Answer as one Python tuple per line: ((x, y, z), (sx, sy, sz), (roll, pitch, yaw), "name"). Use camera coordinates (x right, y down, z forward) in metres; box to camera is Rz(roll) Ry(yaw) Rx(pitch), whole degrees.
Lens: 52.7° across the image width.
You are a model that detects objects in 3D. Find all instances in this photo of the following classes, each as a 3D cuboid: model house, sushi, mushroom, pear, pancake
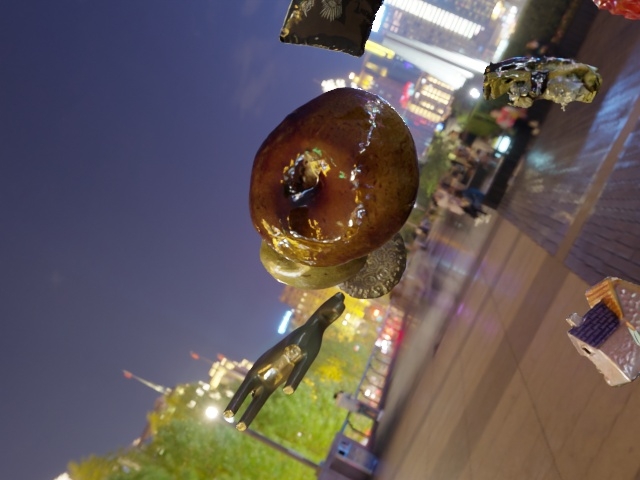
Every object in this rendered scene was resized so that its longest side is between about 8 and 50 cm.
((0.815, 0.242, 1.794), (0.237, 0.237, 0.202), (-42, -13, -4), "model house")
((0.564, -0.395, 1.662), (0.139, 0.291, 0.131), (66, -153, -66), "sushi")
((0.037, -0.097, 0.997), (0.255, 0.267, 0.267), (-20, -38, -41), "mushroom")
((0.000, 0.000, 1.299), (0.229, 0.188, 0.211), (-29, -17, 36), "pear")
((0.103, 0.039, 1.483), (0.021, 0.199, 0.199), (-51, -15, -81), "pancake")

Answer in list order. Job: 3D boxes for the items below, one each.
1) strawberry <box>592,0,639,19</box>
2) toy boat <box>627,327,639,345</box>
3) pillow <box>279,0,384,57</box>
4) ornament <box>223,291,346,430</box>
((0.442, -0.422, 0.819), (0.343, 0.292, 0.292), (-50, -16, -73), "strawberry")
((0.714, 0.211, 1.264), (0.067, 0.220, 0.291), (-44, 7, -3), "toy boat")
((0.036, -0.326, 0.786), (0.208, 0.141, 0.055), (-62, 39, 35), "pillow")
((-0.048, 0.200, 1.157), (0.230, 0.061, 0.245), (-42, 7, 33), "ornament")
